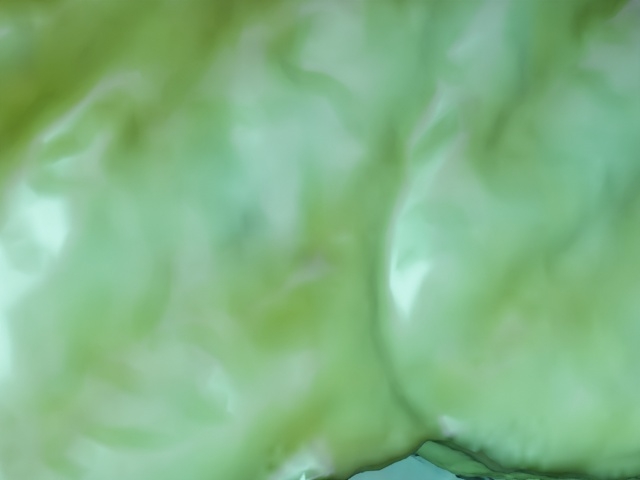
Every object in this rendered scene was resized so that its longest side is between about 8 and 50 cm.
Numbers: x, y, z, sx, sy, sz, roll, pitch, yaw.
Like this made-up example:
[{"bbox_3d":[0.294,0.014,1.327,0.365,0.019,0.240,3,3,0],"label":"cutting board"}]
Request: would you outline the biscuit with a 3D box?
[{"bbox_3d":[-0.001,-0.004,0.420,0.299,0.045,0.154,-1,91,-29],"label":"biscuit"}]
